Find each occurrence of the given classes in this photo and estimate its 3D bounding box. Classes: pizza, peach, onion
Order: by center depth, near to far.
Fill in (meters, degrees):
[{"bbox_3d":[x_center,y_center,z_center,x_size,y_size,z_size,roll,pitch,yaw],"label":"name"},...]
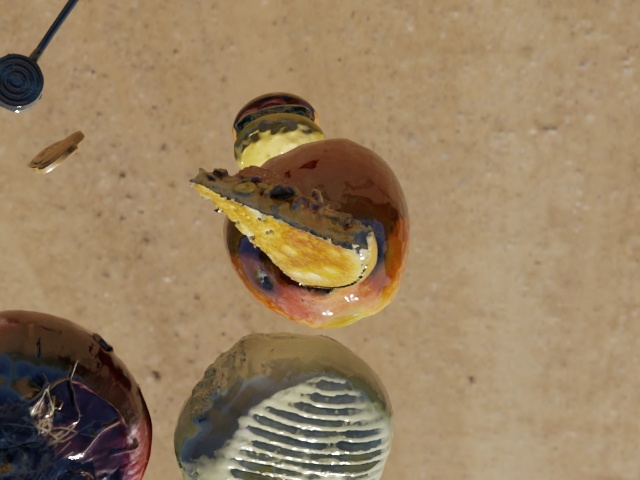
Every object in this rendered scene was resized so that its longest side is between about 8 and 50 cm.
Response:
[{"bbox_3d":[-0.030,-0.023,1.139,0.193,0.053,0.201,35,162,-16],"label":"pizza"},{"bbox_3d":[-0.342,0.219,1.334,0.313,0.232,0.314,-4,108,-11],"label":"onion"},{"bbox_3d":[0.000,0.000,1.440,0.232,0.257,0.233,1,109,3],"label":"peach"}]

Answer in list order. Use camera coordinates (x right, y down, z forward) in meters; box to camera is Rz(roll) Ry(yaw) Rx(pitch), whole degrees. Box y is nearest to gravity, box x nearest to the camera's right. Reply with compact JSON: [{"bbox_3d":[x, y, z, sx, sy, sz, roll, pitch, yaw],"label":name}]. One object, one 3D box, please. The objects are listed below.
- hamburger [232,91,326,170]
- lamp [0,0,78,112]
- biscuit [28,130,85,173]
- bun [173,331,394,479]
[{"bbox_3d":[-0.068,-0.164,1.960,0.162,0.115,0.162,-5,135,-5],"label":"hamburger"},{"bbox_3d":[-0.269,-0.317,1.434,0.130,0.371,0.108,49,163,-14],"label":"lamp"},{"bbox_3d":[-0.488,-0.166,2.211,0.023,0.118,0.140,56,158,-20],"label":"biscuit"},{"bbox_3d":[-0.056,0.273,1.759,0.326,0.234,0.362,-10,128,-10],"label":"bun"}]
